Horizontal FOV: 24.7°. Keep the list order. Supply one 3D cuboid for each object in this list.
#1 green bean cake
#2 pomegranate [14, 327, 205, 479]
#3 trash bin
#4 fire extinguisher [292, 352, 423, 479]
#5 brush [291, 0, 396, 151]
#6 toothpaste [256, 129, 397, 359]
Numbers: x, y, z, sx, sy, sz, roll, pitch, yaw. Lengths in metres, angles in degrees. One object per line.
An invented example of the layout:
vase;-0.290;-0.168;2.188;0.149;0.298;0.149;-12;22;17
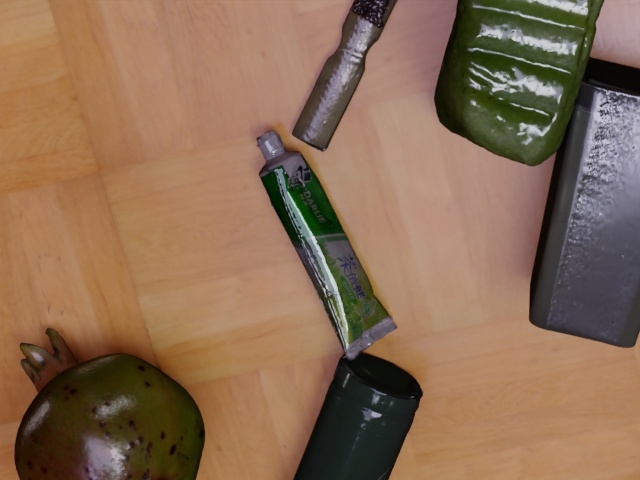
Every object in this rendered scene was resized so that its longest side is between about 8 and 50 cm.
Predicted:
green bean cake;0.179;-0.188;1.326;0.125;0.248;0.222;13;104;4
pomegranate;-0.230;0.190;1.520;0.198;0.198;0.246;-29;79;14
trash bin;0.276;-0.038;1.393;0.122;0.164;0.240;13;106;5
fire extinguisher;0.015;0.278;1.541;0.095;0.114;0.311;9;111;-36
brush;0.037;-0.204;1.455;0.043;0.036;0.248;28;106;5
toothpaste;0.000;0.000;1.501;0.047;0.078;0.248;-18;101;53
